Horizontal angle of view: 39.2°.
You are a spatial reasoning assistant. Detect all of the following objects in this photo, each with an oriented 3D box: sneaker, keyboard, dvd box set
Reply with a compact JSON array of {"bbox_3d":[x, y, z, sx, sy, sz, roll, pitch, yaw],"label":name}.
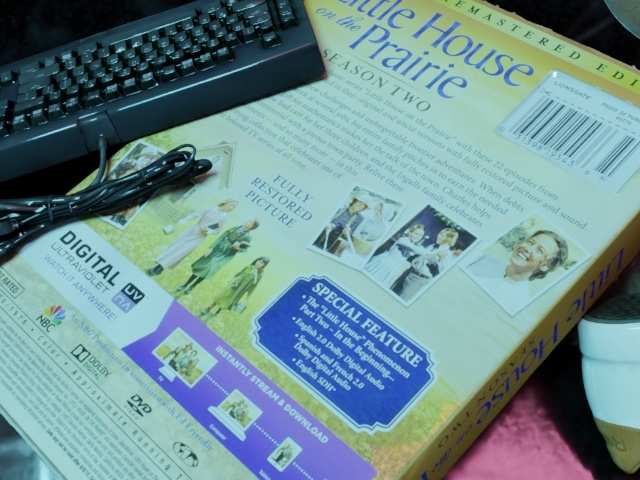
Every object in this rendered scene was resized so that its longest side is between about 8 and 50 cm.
[{"bbox_3d":[0.305,0.083,0.526,0.290,0.106,0.123,-7,97,16],"label":"sneaker"},{"bbox_3d":[-0.153,-0.087,0.615,0.317,0.033,0.201,-19,49,3],"label":"keyboard"},{"bbox_3d":[0.000,0.000,0.569,0.308,0.062,0.420,34,68,30],"label":"dvd box set"}]

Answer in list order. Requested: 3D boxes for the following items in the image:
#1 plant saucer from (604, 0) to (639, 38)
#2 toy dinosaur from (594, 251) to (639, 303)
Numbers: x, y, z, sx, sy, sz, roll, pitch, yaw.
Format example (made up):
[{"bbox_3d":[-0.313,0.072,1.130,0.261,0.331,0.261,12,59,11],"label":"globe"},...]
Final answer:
[{"bbox_3d":[0.311,-0.219,0.728,0.169,0.029,0.168,-1,64,1],"label":"plant saucer"},{"bbox_3d":[0.264,-0.001,0.601,0.268,0.064,0.118,4,79,4],"label":"toy dinosaur"}]
